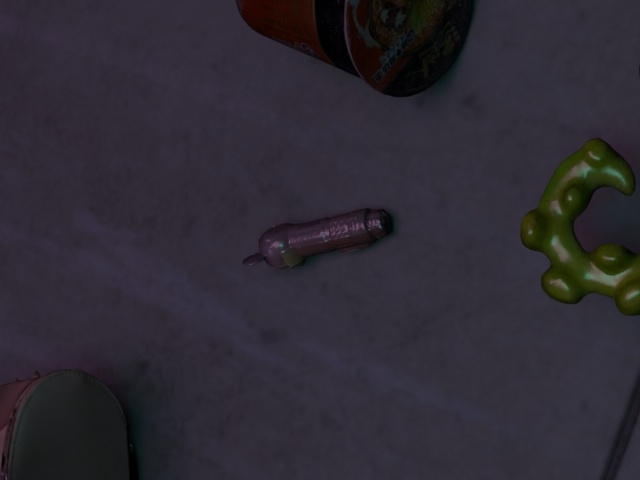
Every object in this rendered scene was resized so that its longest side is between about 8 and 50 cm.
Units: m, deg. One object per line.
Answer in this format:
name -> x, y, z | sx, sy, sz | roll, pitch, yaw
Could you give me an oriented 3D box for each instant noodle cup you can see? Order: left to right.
instant noodle cup -> 0.016, -0.170, 1.208 | 0.136, 0.127, 0.127 | 19, 95, 43

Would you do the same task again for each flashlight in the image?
flashlight -> 0.000, 0.000, 1.242 | 0.110, 0.052, 0.031 | -12, 113, 27

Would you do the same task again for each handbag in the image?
handbag -> -0.217, 0.197, 1.281 | 0.116, 0.179, 0.205 | -4, 87, 27

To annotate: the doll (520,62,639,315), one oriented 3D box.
doll -> 0.303, 0.007, 1.006 | 0.346, 0.099, 0.341 | 33, 90, 28
